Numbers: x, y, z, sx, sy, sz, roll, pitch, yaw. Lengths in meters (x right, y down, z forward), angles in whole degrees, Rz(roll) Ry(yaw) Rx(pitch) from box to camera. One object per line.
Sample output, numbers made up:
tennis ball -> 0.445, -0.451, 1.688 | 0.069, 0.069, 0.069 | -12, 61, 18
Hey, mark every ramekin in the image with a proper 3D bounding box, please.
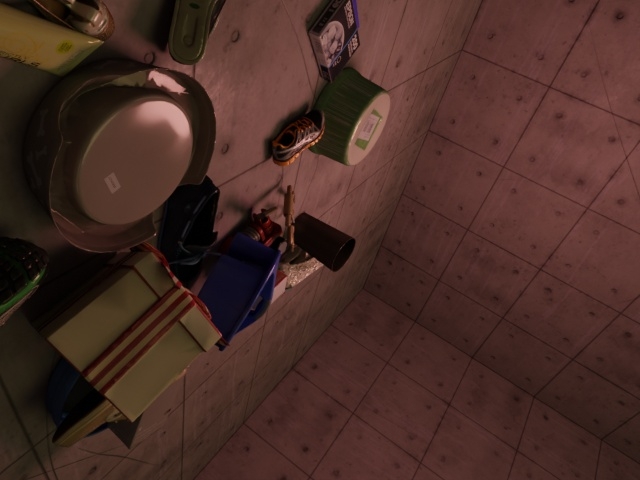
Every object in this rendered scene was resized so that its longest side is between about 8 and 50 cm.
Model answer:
ramekin -> 0.102, -0.396, 1.533 | 0.303, 0.148, 0.303 | -50, 161, -24

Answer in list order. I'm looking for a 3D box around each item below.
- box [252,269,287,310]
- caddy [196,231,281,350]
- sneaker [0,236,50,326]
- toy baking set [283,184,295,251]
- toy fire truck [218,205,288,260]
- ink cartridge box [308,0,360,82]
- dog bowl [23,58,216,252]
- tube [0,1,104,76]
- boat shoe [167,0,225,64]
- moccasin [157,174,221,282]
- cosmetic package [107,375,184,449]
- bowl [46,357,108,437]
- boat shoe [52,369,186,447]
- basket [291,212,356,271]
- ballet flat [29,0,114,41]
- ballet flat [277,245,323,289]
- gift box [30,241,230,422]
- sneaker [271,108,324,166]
box -> -0.218, 0.136, 1.532 | 0.130, 0.171, 0.091 | -44, 158, -41
caddy -> -0.223, 0.147, 1.258 | 0.341, 0.179, 0.241 | -56, -172, 34
sneaker -> -0.560, 0.129, 0.693 | 0.343, 0.134, 0.146 | -43, 166, -16
toy baking set -> -0.103, -0.081, 1.534 | 0.196, 0.030, 0.256 | 93, -2, -59
toy fire truck -> -0.202, -0.008, 1.403 | 0.217, 0.159, 0.246 | -48, 148, -29
ink cartridge box -> 0.058, -0.578, 1.277 | 0.208, 0.045, 0.206 | -57, 163, -7
dog bowl -> -0.341, -0.151, 0.813 | 0.348, 0.102, 0.348 | -50, 160, -25
tube -> -0.389, -0.256, 0.565 | 0.240, 0.070, 0.062 | -11, 117, -69
boat shoe -> -0.208, -0.420, 0.799 | 0.232, 0.084, 0.079 | -68, -160, 9
moccasin -> -0.312, -0.009, 1.111 | 0.138, 0.117, 0.341 | -42, 157, -42
cosmetic package -> -0.452, 0.405, 1.210 | 0.127, 0.107, 0.237 | -20, 142, -60
bowl -> -0.512, 0.318, 1.193 | 0.391, 0.077, 0.391 | -51, 162, -24
boat shoe -> -0.445, 0.362, 1.040 | 0.302, 0.098, 0.109 | -38, -159, -18
basket -> 0.000, 0.000, 1.803 | 0.154, 0.227, 0.204 | -59, 162, 3
ballet flat -> -0.334, -0.314, 0.607 | 0.073, 0.067, 0.206 | -61, 163, 5
ballet flat -> -0.053, 0.067, 1.961 | 0.409, 0.147, 0.146 | -37, 153, -51
gift box -> -0.355, 0.172, 0.909 | 0.258, 0.277, 0.255 | -47, 120, -30
sneaker -> -0.063, -0.311, 1.346 | 0.214, 0.084, 0.083 | -52, 157, -17
